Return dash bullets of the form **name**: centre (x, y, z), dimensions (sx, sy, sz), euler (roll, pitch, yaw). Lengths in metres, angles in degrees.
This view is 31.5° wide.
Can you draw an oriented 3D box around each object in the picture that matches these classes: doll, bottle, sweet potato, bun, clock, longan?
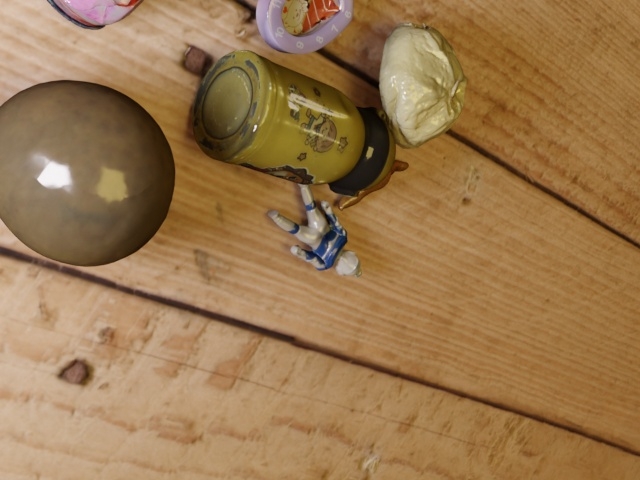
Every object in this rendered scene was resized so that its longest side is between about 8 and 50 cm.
- **doll**: centre (0.000, 0.000, 1.961), dimensions (0.227, 0.057, 0.114), euler (48, 64, -31)
- **bottle**: centre (-0.020, -0.170, 1.807), dimensions (0.351, 0.171, 0.172), euler (16, 92, -43)
- **sweet potato**: centre (0.095, -0.105, 2.023), dimensions (0.179, 0.044, 0.044), euler (-36, 124, -29)
- **bun**: centre (0.179, -0.266, 1.945), dimensions (0.220, 0.134, 0.221), euler (5, 90, -72)
- **clock**: centre (-0.023, -0.389, 1.809), dimensions (0.172, 0.064, 0.198), euler (19, 90, -44)
- **longan**: centre (-0.320, -0.093, 1.520), dimensions (0.258, 0.258, 0.258), euler (-14, 112, -39)

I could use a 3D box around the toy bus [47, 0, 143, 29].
- **toy bus**: centre (-0.251, -0.429, 1.535), dimensions (0.127, 0.147, 0.303), euler (40, 74, -31)
